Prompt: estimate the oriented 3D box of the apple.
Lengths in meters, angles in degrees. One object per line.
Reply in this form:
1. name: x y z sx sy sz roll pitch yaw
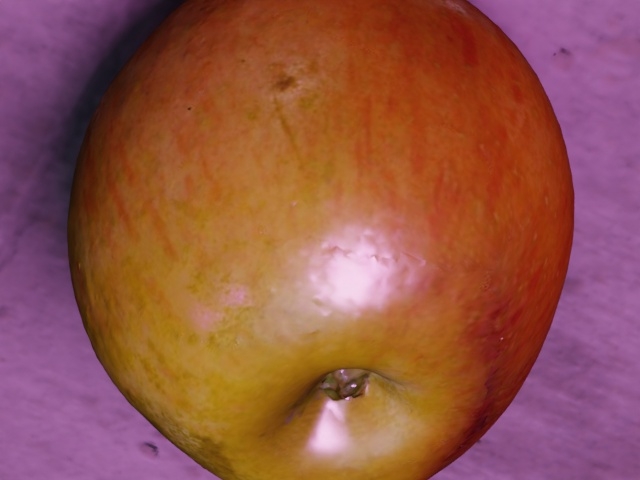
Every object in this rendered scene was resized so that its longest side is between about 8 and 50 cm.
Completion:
1. apple: 0.000 0.000 0.721 0.196 0.196 0.196 3 128 4
